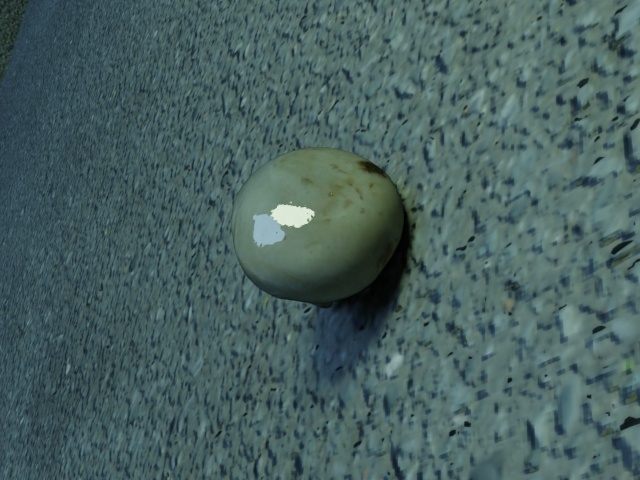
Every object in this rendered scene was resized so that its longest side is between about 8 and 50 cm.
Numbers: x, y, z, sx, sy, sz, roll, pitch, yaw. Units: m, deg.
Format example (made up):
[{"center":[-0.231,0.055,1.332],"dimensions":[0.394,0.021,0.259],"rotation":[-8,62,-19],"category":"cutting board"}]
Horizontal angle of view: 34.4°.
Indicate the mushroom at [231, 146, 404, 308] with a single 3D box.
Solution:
[{"center":[0.000,0.000,0.496],"dimensions":[0.079,0.085,0.085],"rotation":[75,-172,-46],"category":"mushroom"}]
